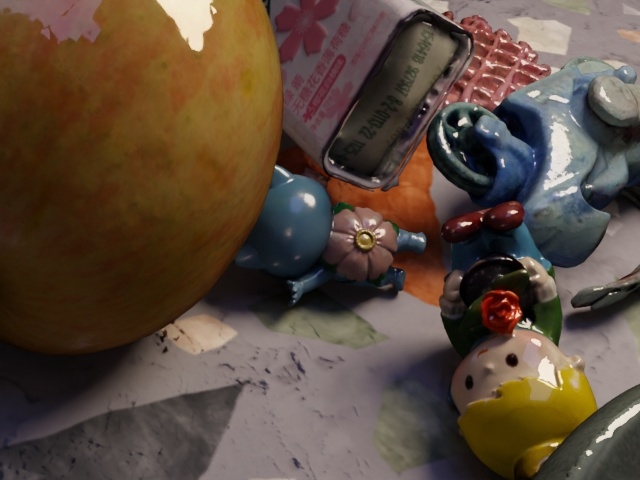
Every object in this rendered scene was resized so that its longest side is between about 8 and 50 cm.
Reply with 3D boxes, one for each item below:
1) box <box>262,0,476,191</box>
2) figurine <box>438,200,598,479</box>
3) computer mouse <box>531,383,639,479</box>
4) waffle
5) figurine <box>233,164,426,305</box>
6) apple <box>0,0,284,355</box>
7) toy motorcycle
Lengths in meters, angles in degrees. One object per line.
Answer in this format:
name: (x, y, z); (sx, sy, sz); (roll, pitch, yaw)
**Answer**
box: (0.001, -0.213, 1.343); (0.112, 0.190, 0.370); (18, 21, -39)
figurine: (0.158, 0.090, 1.038); (0.127, 0.185, 0.234); (-4, 33, 13)
computer mouse: (0.186, 0.202, 0.863); (0.114, 0.203, 0.374); (40, 51, 20)
waffle: (0.159, -0.208, 1.518); (0.234, 0.055, 0.221); (-10, 41, -23)
figurine: (0.001, -0.005, 1.196); (0.178, 0.114, 0.144); (17, 13, -11)
apple: (-0.223, -0.102, 1.037); (0.391, 0.391, 0.346); (21, 51, 14)
toy motorcycle: (0.270, -0.073, 1.264); (0.319, 0.182, 0.241); (-25, 49, -39)
